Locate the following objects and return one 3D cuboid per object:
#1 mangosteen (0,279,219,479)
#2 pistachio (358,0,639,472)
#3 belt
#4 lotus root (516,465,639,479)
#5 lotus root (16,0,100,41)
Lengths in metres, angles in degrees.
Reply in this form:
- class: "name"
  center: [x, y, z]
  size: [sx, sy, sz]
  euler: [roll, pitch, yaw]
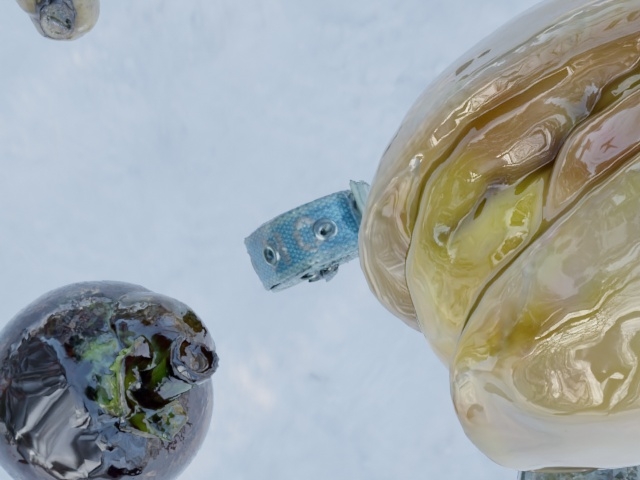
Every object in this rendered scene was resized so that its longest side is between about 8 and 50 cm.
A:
- class: "mangosteen"
  center: [-0.199, 0.142, 1.545]
  size: [0.231, 0.289, 0.231]
  euler: [6, 75, -25]
- class: "pistachio"
  center: [0.179, -0.012, 0.686]
  size: [0.308, 0.230, 0.230]
  euler: [-19, 81, -11]
- class: "belt"
  center: [-0.002, 0.002, 1.662]
  size: [0.147, 0.163, 0.082]
  euler: [-24, 85, 5]
- class: "lotus root"
  center: [0.153, 0.171, 0.974]
  size: [0.088, 0.088, 0.165]
  euler: [6, 103, -3]
- class: "lotus root"
  center: [-0.196, -0.190, 1.196]
  size: [0.063, 0.152, 0.072]
  euler: [-39, 127, 10]
